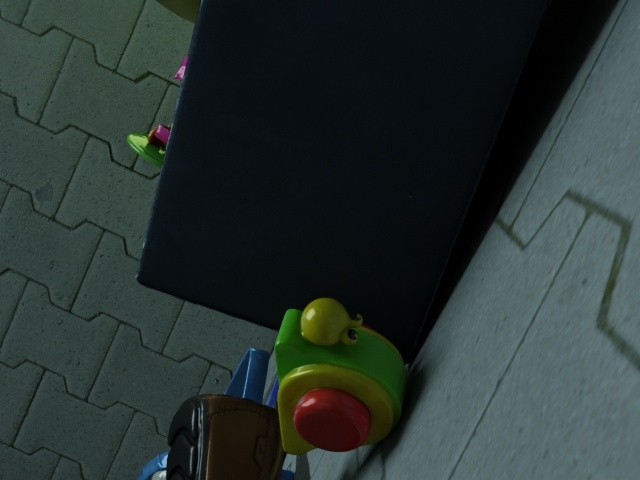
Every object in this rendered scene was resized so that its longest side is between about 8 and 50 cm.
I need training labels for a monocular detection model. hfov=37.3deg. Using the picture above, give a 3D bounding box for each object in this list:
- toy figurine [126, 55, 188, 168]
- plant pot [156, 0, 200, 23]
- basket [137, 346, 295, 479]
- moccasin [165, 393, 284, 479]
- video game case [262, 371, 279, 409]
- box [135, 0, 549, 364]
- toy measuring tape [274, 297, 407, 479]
[{"bbox_3d":[-0.155,-0.176,1.275,0.159,0.130,0.173,-61,-23,15],"label":"toy figurine"},{"bbox_3d":[-0.134,-0.301,0.972,0.095,0.134,0.134,-45,10,22],"label":"plant pot"},{"bbox_3d":[-0.122,0.302,1.161,0.255,0.201,0.289,117,167,-52],"label":"basket"},{"bbox_3d":[-0.093,0.345,0.924,0.139,0.147,0.380,-38,43,52],"label":"moccasin"},{"bbox_3d":[-0.113,0.390,1.720,0.269,0.061,0.244,-69,4,-56],"label":"video game case"},{"bbox_3d":[0.046,-0.207,1.033,0.472,0.297,0.480,-76,3,-66],"label":"box"},{"bbox_3d":[0.025,0.178,0.903,0.121,0.121,0.330,-68,-19,-45],"label":"toy measuring tape"}]
